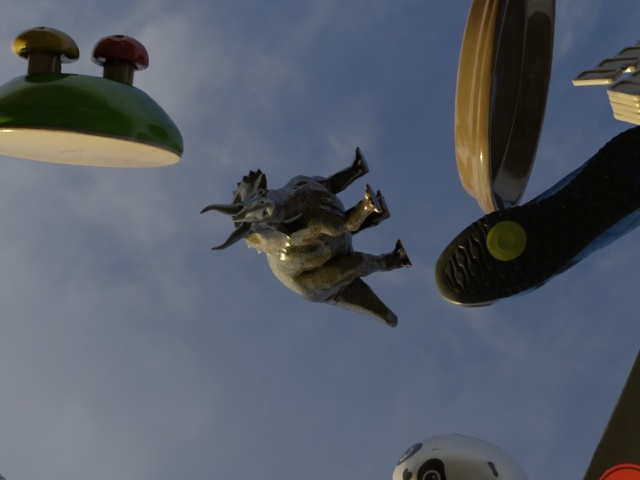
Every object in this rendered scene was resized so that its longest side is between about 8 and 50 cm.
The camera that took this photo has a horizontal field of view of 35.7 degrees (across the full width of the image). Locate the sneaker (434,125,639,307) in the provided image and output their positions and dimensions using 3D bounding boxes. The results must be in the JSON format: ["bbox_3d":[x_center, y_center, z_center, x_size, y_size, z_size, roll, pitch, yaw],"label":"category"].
[{"bbox_3d":[0.188,-0.008,0.766,0.209,0.082,0.069,-34,-112,13],"label":"sneaker"}]

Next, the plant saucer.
[{"bbox_3d":[0.180,-0.157,0.957,0.041,0.278,0.278,10,-102,22],"label":"plant saucer"}]

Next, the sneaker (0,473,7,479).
[{"bbox_3d":[-0.347,0.270,0.989,0.121,0.262,0.099,31,-95,-6],"label":"sneaker"}]

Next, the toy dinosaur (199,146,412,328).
[{"bbox_3d":[0.000,0.000,1.079,0.160,0.313,0.121,-22,-126,8],"label":"toy dinosaur"}]

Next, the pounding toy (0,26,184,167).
[{"bbox_3d":[-0.232,-0.130,0.855,0.237,0.183,0.110,3,-94,11],"label":"pounding toy"}]

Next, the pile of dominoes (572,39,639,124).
[{"bbox_3d":[0.445,-0.213,1.152,0.251,0.040,0.196,-29,-156,-11],"label":"pile of dominoes"}]

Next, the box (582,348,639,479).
[{"bbox_3d":[0.395,0.220,0.755,0.343,0.179,0.312,29,-80,46],"label":"box"}]

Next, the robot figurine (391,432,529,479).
[{"bbox_3d":[0.145,0.365,1.155,0.209,0.173,0.278,16,-81,22],"label":"robot figurine"}]
